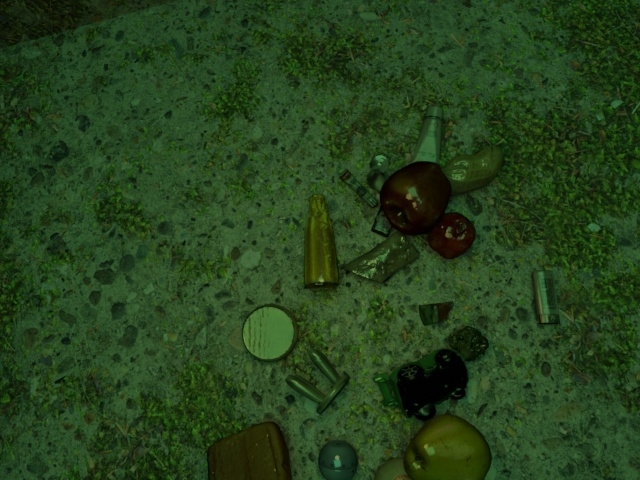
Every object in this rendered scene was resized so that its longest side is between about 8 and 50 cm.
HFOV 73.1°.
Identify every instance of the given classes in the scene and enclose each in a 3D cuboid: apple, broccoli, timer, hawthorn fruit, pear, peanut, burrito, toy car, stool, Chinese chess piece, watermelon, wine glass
[{"bbox_3d":[0.406,-0.185,1.862,0.288,0.288,0.317,35,67,13],"label":"apple"},{"bbox_3d":[0.616,0.439,1.800,0.146,0.138,0.162,45,123,7],"label":"broccoli"},{"bbox_3d":[0.083,0.921,1.717,0.175,0.175,0.256,-17,102,0],"label":"timer"},{"bbox_3d":[0.581,-0.034,1.867,0.207,0.243,0.208,1,75,-2],"label":"hawthorn fruit"},{"bbox_3d":[0.473,0.811,1.610,0.336,0.285,0.285,-20,70,-39],"label":"pear"},{"bbox_3d":[0.685,-0.312,1.983,0.339,0.158,0.174,-15,75,-5],"label":"peanut"},{"bbox_3d":[0.273,0.098,1.930,0.347,0.107,0.175,-30,74,-6],"label":"burrito"},{"bbox_3d":[0.416,0.570,1.752,0.358,0.176,0.214,-26,106,-10],"label":"toy car"},{"bbox_3d":[-0.006,0.574,1.783,0.198,0.195,0.195,41,82,18],"label":"stool"},{"bbox_3d":[-0.221,0.404,1.892,0.249,0.103,0.250,-1,75,4],"label":"Chinese chess piece"},{"bbox_3d":[0.498,0.317,1.884,0.158,0.121,0.098,-8,88,-43],"label":"watermelon"},{"bbox_3d":[0.273,-0.316,2.003,0.122,0.183,0.122,-1,75,3],"label":"wine glass"}]

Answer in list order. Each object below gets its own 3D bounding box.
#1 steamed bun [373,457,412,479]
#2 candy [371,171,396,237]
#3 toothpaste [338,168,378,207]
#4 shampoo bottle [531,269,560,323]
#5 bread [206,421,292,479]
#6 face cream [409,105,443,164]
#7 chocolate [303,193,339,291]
[{"bbox_3d":[0.319,0.972,1.666,0.231,0.145,0.232,-1,75,5],"label":"steamed bun"},{"bbox_3d":[0.331,-0.169,2.020,0.088,0.061,0.313,22,78,8],"label":"candy"},{"bbox_3d":[0.183,-0.248,2.068,0.062,0.039,0.239,-43,73,0],"label":"toothpaste"},{"bbox_3d":[0.968,0.243,1.853,0.086,0.056,0.228,-2,75,3],"label":"shampoo bottle"},{"bbox_3d":[-0.269,0.905,1.684,0.327,0.148,0.337,-23,35,-8],"label":"bread"},{"bbox_3d":[0.528,-0.489,2.088,0.143,0.089,0.315,11,87,8],"label":"face cream"},{"bbox_3d":[0.000,0.000,1.953,0.161,0.162,0.447,-3,73,4],"label":"chocolate"}]
